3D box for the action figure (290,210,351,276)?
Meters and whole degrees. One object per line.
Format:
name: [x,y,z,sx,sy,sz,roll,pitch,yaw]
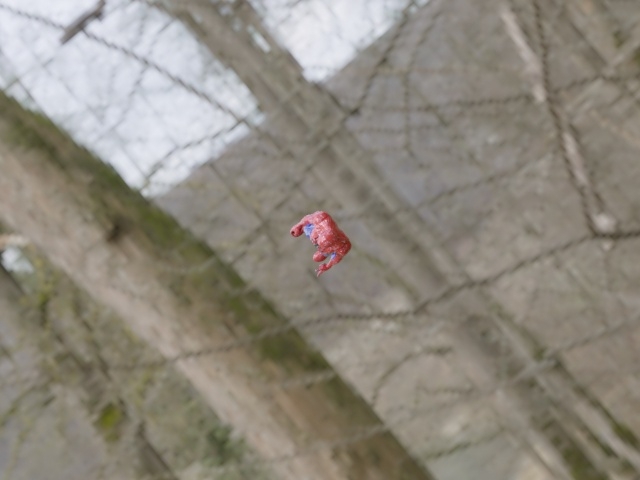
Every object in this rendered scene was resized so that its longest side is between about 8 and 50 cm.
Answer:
action figure: [0.000,0.000,1.063,0.030,0.038,0.115,-36,2,-7]
